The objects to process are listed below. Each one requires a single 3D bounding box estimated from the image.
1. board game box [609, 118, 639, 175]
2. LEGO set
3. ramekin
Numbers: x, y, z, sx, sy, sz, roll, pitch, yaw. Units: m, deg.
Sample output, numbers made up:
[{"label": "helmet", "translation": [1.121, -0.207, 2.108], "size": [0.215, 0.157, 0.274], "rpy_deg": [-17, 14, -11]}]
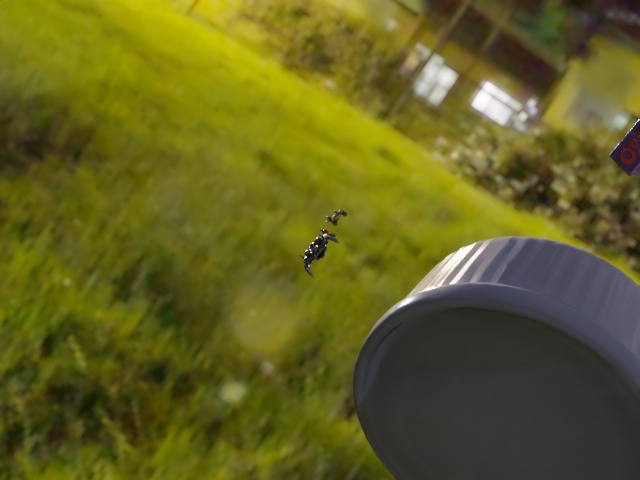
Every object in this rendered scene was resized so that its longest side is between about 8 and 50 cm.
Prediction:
[{"label": "board game box", "translation": [0.546, -0.226, 2.148], "size": [0.056, 0.347, 0.208], "rpy_deg": [47, 24, 19]}, {"label": "LEGO set", "translation": [-0.001, 0.000, 1.673], "size": [0.023, 0.054, 0.083], "rpy_deg": [35, 40, -20]}, {"label": "ramekin", "translation": [0.172, 0.117, 1.333], "size": [0.273, 0.273, 0.127], "rpy_deg": [34, 46, -1]}]
